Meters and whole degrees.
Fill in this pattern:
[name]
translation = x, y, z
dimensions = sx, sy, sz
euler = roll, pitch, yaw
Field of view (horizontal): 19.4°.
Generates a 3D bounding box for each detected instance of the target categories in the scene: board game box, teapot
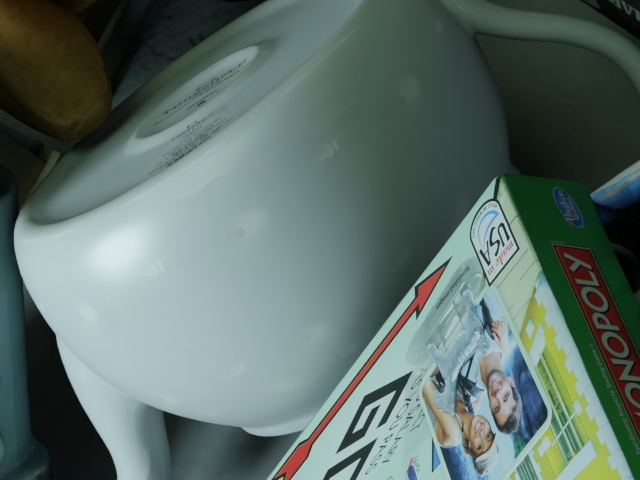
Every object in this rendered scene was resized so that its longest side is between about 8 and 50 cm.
[board game box]
translation = 0.044, 0.156, 0.750
dimensions = 0.317, 0.046, 0.213
euler = -56, 40, 39
[teapot]
translation = 0.000, 0.000, 0.876
dimensions = 0.252, 0.187, 0.256
euler = -47, 19, -31

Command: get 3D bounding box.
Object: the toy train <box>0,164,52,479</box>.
[toy train]
translation = -0.222, 0.050, 0.945
dimensions = 0.190, 0.142, 0.334
euler = 23, 122, 37

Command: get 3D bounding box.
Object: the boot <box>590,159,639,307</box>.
[boot]
translation = 0.108, 0.048, 0.806
dimensions = 0.258, 0.123, 0.095
euler = -44, 49, 9

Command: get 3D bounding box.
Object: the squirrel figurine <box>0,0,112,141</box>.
[squirrel figurine]
translation = -0.131, -0.295, 0.989
dimensions = 0.370, 0.281, 0.397
euler = -43, 34, -17

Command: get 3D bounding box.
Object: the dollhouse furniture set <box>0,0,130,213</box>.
[dollhouse furniture set]
translation = -0.212, -0.116, 1.113
dimensions = 0.129, 0.129, 0.184
euler = 24, 83, 41

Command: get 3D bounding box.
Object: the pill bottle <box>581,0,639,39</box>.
[pill bottle]
translation = 0.188, -0.138, 0.843
dimensions = 0.130, 0.130, 0.245
euler = -50, 49, 3
